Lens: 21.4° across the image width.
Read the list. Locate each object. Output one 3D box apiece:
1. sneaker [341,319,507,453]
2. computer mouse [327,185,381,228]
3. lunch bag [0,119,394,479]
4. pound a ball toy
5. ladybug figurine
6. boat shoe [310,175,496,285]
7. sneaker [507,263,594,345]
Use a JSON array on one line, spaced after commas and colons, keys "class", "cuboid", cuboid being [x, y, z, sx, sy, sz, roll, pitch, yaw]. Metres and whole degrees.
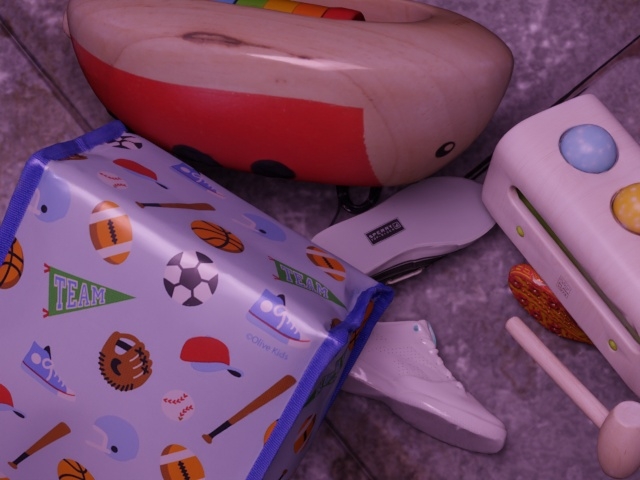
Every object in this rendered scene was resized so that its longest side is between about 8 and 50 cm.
[{"class": "sneaker", "cuboid": [0.095, 0.124, 1.634, 0.212, 0.080, 0.094, 28, 68, 13]}, {"class": "computer mouse", "cuboid": [0.000, 0.000, 1.694, 0.071, 0.041, 0.242, 27, 73, 3]}, {"class": "lunch bag", "cuboid": [-0.167, 0.137, 1.563, 0.328, 0.239, 0.385, 31, 109, 10]}, {"class": "pound a ball toy", "cuboid": [0.265, 0.029, 1.546, 0.208, 0.136, 0.319, -23, 61, -24]}, {"class": "ladybug figurine", "cuboid": [-0.042, -0.156, 1.622, 0.449, 0.305, 0.162, 13, 108, 20]}, {"class": "boat shoe", "cuboid": [0.073, 0.000, 1.660, 0.219, 0.070, 0.078, -19, 69, -24]}, {"class": "sneaker", "cuboid": [0.265, 0.063, 1.645, 0.175, 0.064, 0.067, 25, 60, 6]}]
